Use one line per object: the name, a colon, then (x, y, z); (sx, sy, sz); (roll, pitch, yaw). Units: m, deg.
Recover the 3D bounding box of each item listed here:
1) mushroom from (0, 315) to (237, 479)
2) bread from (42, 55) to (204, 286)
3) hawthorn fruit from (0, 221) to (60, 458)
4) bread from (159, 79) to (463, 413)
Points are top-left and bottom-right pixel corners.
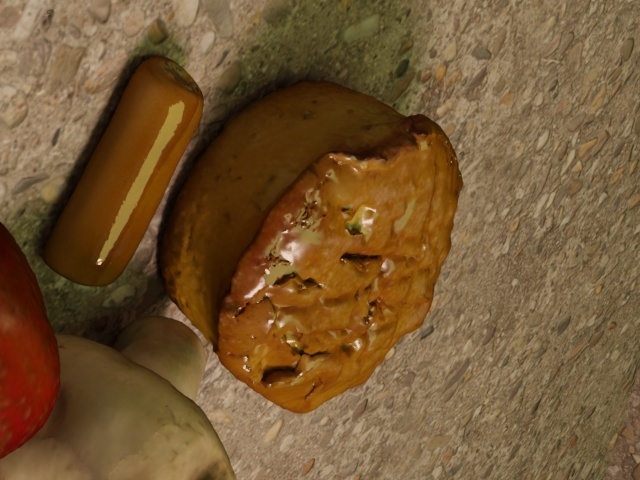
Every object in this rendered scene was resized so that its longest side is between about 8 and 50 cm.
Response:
mushroom: (-0.242, 0.225, 1.413); (0.315, 0.356, 0.315); (-8, 111, -21)
bread: (-0.188, -0.064, 1.398); (0.093, 0.074, 0.239); (16, 105, -54)
hawthorn fruit: (-0.350, 0.069, 1.105); (0.275, 0.275, 0.299); (-46, 139, -20)
bread: (0.000, 0.000, 1.600); (0.398, 0.215, 0.398); (-35, 143, -32)
